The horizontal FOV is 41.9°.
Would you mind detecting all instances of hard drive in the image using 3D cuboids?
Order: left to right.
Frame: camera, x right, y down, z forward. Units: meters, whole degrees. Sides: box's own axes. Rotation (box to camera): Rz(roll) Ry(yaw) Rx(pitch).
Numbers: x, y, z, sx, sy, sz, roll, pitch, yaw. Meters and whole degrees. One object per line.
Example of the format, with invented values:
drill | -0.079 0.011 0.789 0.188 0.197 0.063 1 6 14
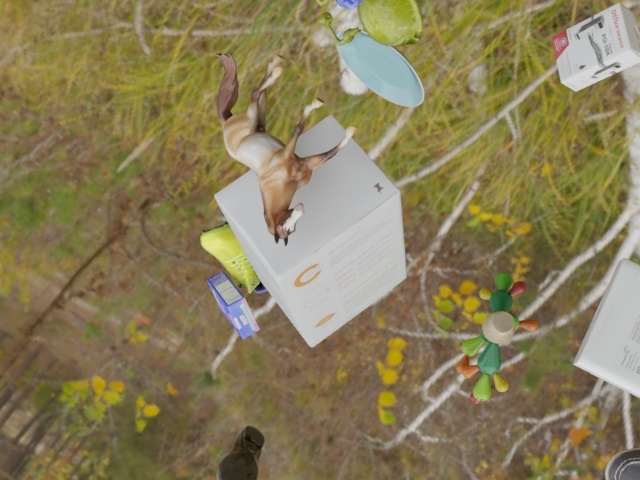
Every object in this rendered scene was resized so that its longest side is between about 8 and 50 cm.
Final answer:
hard drive | 0.697 0.214 1.604 0.353 0.233 0.047 26 169 8

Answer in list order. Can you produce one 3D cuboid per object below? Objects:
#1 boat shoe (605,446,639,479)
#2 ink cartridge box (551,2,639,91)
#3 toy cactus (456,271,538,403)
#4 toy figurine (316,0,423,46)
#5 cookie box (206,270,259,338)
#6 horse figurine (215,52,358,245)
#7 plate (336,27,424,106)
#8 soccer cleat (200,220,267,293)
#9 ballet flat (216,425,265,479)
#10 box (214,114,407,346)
boat shoe | 0.356 0.239 0.734 0.206 0.075 0.065 22 177 18
ink cartridge box | 0.485 -0.338 1.465 0.056 0.099 0.135 13 153 -43
toy cactus | 0.287 0.152 1.335 0.112 0.219 0.180 23 168 10
toy figurine | -0.021 -0.362 1.086 0.191 0.217 0.362 0 130 35
cookie box | -0.169 0.124 1.611 0.107 0.040 0.092 45 160 49
horse figurine | -0.067 -0.140 1.118 0.263 0.174 0.066 47 -157 28
plate | 0.108 -0.303 1.443 0.188 0.024 0.188 36 166 10
soccer cleat | -0.149 0.037 1.617 0.093 0.121 0.289 -15 165 9
ballet flat | -0.171 0.469 1.756 0.084 0.058 0.250 38 -165 -4
box | 0.000 0.000 1.318 0.168 0.215 0.345 51 171 22
